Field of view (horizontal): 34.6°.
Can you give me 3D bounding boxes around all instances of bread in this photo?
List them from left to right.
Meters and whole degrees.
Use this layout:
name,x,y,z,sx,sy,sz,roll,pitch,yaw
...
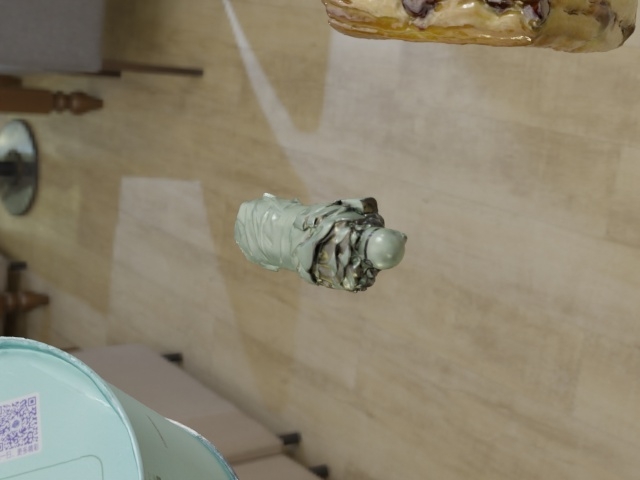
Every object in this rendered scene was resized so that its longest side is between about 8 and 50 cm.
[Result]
name,x,y,z,sx,sy,sz,roll,pitch,yaw
bread,0.132,-0.205,0.821,0.211,0.235,0.099,11,105,29

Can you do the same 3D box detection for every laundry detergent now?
name,x,y,z,sx,sy,sz,roll,pitch,yaw
laundry detergent,-0.213,0.264,0.862,0.287,0.305,0.287,-7,64,14

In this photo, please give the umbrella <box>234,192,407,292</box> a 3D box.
name,x,y,z,sx,sy,sz,roll,pitch,yaw
umbrella,0.000,0.000,0.697,0.143,0.062,0.067,6,62,45
